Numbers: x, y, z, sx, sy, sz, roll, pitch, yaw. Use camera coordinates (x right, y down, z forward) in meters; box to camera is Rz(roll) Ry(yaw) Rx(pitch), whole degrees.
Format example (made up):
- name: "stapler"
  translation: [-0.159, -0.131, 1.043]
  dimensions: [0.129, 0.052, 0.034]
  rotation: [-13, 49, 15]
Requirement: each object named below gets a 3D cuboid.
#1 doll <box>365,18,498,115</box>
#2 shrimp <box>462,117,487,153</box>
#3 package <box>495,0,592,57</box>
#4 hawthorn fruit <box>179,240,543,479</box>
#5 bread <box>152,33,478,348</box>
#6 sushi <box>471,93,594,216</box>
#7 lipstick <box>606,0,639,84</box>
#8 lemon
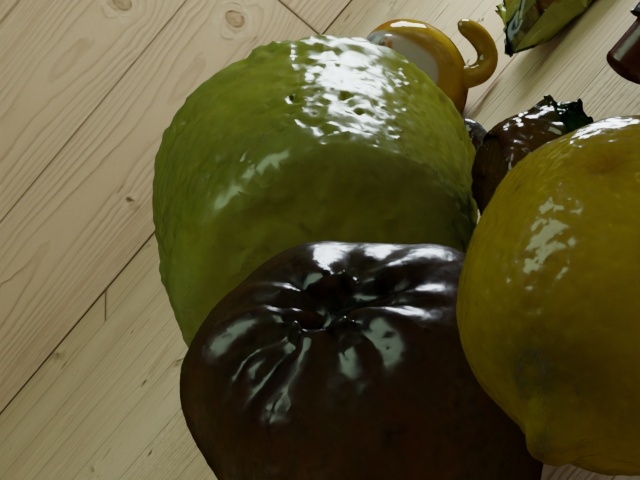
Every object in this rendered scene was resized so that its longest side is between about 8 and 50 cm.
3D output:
- name: "doll"
  translation: [0.094, -0.194, 2.502]
  dimensions: [0.270, 0.162, 0.166]
  rotation: [-11, 71, 63]
- name: "shrimp"
  translation: [0.141, -0.093, 2.270]
  dimensions: [0.057, 0.065, 0.165]
  rotation: [-19, -18, -41]
- name: "package"
  translation: [0.296, -0.328, 2.330]
  dimensions: [0.226, 0.090, 0.168]
  rotation: [-49, 15, 18]
- name: "hawthorn fruit"
  translation: [0.045, 0.154, 1.454]
  dimensions: [0.268, 0.301, 0.267]
  rotation: [-16, 38, 13]
- name: "bread"
  translation: [0.000, 0.000, 1.882]
  dimensions: [0.348, 0.348, 0.308]
  rotation: [-46, 20, 18]
- name: "sushi"
  translation: [0.220, -0.055, 1.718]
  dimensions: [0.287, 0.140, 0.149]
  rotation: [-122, 34, -77]
- name: "lipstick"
  translation: [0.390, -0.274, 1.861]
  dimensions: [0.299, 0.081, 0.081]
  rotation: [-50, 12, -1]
- name: "lemon"
  translation: [0.205, 0.041, 1.268]
  dimensions: [0.228, 0.228, 0.253]
  rotation: [-40, 19, 40]
